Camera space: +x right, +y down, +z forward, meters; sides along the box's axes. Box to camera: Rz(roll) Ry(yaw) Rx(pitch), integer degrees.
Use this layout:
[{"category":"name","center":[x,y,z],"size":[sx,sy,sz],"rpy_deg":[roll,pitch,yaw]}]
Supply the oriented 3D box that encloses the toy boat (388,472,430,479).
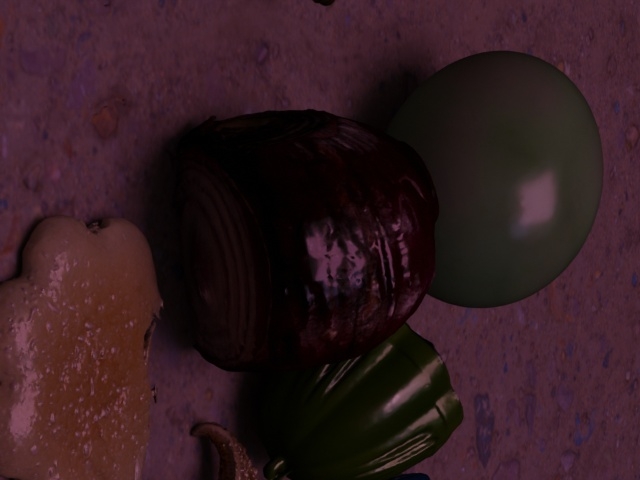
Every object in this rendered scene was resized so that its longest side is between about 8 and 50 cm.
[{"category":"toy boat","center":[0.065,0.378,1.848],"size":[0.096,0.061,0.299],"rpy_deg":[1,91,-56]}]

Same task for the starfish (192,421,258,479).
[{"category":"starfish","center":[-0.095,0.275,1.604],"size":[0.216,0.071,0.238],"rpy_deg":[31,61,-59]}]

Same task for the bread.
[{"category":"bread","center":[-0.195,0.105,1.458],"size":[0.182,0.039,0.251],"rpy_deg":[3,91,-56]}]

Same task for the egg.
[{"category":"egg","center":[0.163,-0.062,1.809],"size":[0.220,0.220,0.270],"rpy_deg":[53,44,-44]}]

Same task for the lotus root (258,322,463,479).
[{"category":"lotus root","center":[0.009,0.161,1.676],"size":[0.186,0.186,0.186],"rpy_deg":[-8,100,-55]}]

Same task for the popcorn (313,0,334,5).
[{"category":"popcorn","center":[0.073,-0.392,1.608],"size":[0.274,0.279,0.335],"rpy_deg":[2,78,-75]}]

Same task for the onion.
[{"category":"onion","center":[0.004,0.001,1.558],"size":[0.206,0.207,0.216],"rpy_deg":[-14,105,-27]}]
